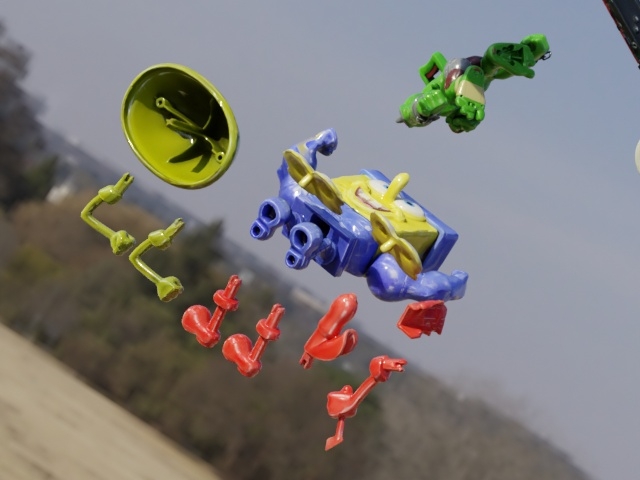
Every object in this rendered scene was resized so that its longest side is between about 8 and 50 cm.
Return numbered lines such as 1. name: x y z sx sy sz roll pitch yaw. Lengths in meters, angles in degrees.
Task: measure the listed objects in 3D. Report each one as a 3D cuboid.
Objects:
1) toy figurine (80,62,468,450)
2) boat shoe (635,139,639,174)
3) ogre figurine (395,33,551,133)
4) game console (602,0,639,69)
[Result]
1. toy figurine: 0.000 0.000 1.654 0.362 0.191 0.217 38 24 30
2. boat shoe: 0.467 -0.144 1.947 0.116 0.319 0.099 60 34 -3
3. ogre figurine: 0.167 -0.179 2.223 0.097 0.197 0.118 45 -28 -14
4. game console: 0.304 -0.188 1.519 0.085 0.144 0.124 -28 -88 42
